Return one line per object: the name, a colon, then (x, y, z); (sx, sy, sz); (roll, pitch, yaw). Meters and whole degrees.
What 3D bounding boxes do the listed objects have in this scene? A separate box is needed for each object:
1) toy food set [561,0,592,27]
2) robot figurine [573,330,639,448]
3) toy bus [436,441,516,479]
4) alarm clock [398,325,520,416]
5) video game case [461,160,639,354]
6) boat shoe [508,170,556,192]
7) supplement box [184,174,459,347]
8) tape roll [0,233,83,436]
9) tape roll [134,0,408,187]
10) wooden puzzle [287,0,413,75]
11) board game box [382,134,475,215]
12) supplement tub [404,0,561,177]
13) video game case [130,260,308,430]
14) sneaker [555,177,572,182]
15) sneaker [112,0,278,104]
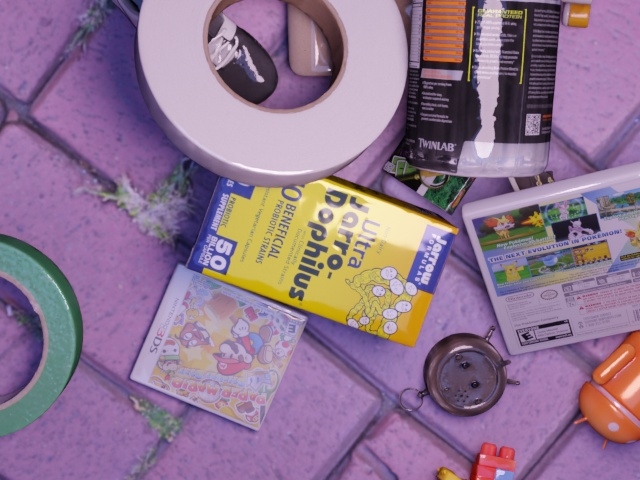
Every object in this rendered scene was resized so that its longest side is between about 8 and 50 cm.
toy food set: (0.368, -0.444, 1.738); (0.104, 0.111, 0.232); (7, 98, 9)
robot figurine: (0.501, 0.232, 1.818); (0.128, 0.158, 0.219); (44, 94, 16)
toy bus: (0.234, 0.426, 1.834); (0.220, 0.149, 0.211); (8, 84, 0)
alarm clock: (0.215, 0.225, 1.842); (0.192, 0.064, 0.129); (-25, 98, 4)
video game case: (0.410, 0.029, 1.733); (0.329, 0.036, 0.300); (-13, 126, 15)
boat shoe: (0.326, -0.094, 1.772); (0.068, 0.081, 0.228); (-29, 83, 10)
supplement box: (0.000, 0.000, 1.736); (0.356, 0.195, 0.194); (19, 96, -5)
tape roll: (-0.538, 0.148, 1.796); (0.321, 0.077, 0.321); (0, 97, -1)
tape roll: (-0.069, -0.268, 1.619); (0.392, 0.072, 0.392); (3, 76, -13)
wooden puzzle: (0.122, -0.415, 1.745); (0.348, 0.080, 0.322); (-1, 95, 5)
board game box: (0.220, -0.182, 1.771); (0.136, 0.030, 0.260); (35, 95, 26)
supplement tub: (0.228, -0.264, 1.608); (0.207, 0.207, 0.338); (3, 100, -2)
video game case: (-0.162, 0.170, 1.837); (0.227, 0.026, 0.206); (23, 96, -5)
sneaker: (0.466, -0.042, 1.778); (0.228, 0.132, 0.086); (12, 97, -4)
sneaker: (-0.205, -0.317, 1.716); (0.330, 0.146, 0.122); (38, 93, -7)
